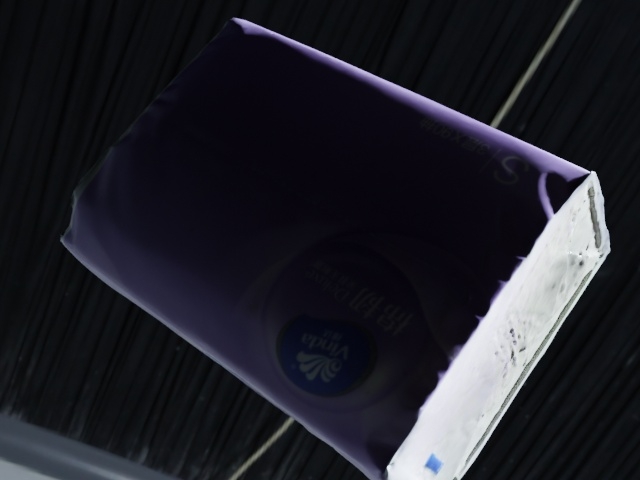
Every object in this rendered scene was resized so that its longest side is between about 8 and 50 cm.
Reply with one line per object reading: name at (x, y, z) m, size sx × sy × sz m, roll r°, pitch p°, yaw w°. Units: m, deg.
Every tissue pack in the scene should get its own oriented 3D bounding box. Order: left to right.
tissue pack at (0.000, 0.000, 0.652) m, size 0.338 × 0.242 × 0.160 m, roll 30°, pitch -11°, yaw 30°
